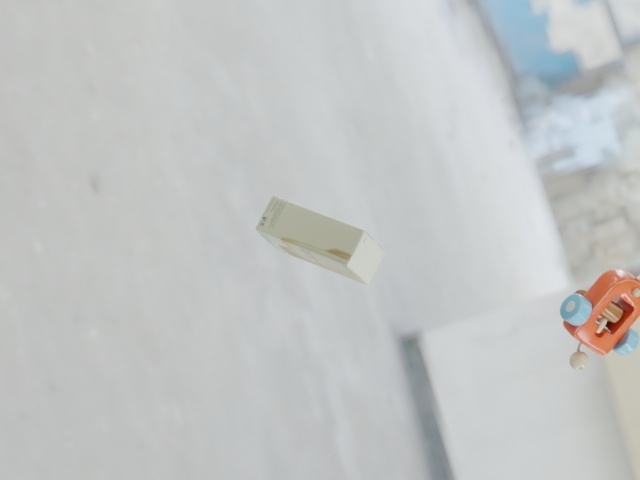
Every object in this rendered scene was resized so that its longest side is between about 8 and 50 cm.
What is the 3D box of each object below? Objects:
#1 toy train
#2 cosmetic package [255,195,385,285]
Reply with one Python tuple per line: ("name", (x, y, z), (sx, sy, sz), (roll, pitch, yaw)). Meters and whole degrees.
("toy train", (0.228, 0.043, 1.271), (0.166, 0.125, 0.046), (27, 13, -32))
("cosmetic package", (0.000, 0.000, 1.948), (0.041, 0.115, 0.060), (-62, 147, -10))
